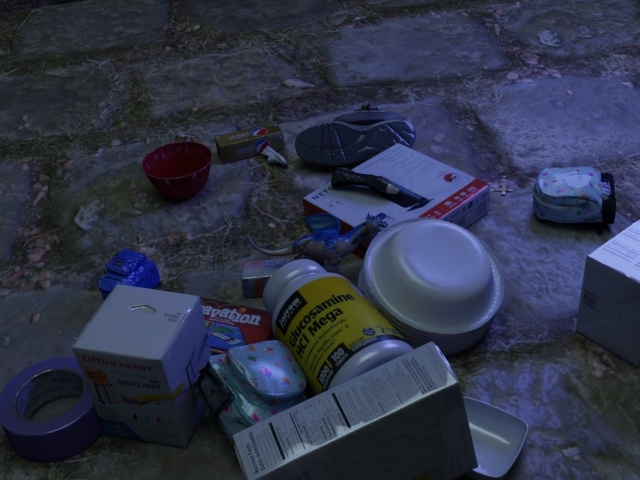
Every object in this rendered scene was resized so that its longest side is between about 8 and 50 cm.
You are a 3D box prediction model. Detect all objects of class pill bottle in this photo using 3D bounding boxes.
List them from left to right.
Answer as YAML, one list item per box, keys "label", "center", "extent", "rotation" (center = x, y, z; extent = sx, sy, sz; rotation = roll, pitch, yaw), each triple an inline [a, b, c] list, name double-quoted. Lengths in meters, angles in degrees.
- label: "pill bottle"
  center: [0.025, 0.179, 1.497]
  extent: [0.188, 0.187, 0.334]
  rotation: [-22, 40, -20]

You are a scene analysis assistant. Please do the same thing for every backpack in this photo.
- label: "backpack"
  center: [-0.429, 0.084, 1.755]
  extent: [0.098, 0.101, 0.120]
  rotation: [9, 43, 28]
- label: "backpack"
  center: [-0.105, 0.274, 1.403]
  extent: [0.166, 0.144, 0.188]
  rotation: [-2, 52, -47]
- label: "backpack"
  center: [0.584, -0.104, 1.857]
  extent: [0.182, 0.115, 0.152]
  rotation: [2, 40, 14]

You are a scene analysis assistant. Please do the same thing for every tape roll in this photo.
- label: "tape roll"
  center: [-0.491, 0.310, 1.483]
  extent: [0.189, 0.080, 0.189]
  rotation: [-4, 38, 3]

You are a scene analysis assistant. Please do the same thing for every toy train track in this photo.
- label: "toy train track"
  center: [0.458, -0.140, 2.003]
  extent: [0.048, 0.014, 0.083]
  rotation: [3, 38, 11]

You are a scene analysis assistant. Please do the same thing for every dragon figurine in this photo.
- label: "dragon figurine"
  center: [0.000, 0.000, 1.719]
  extent: [0.289, 0.085, 0.144]
  rotation: [3, 37, 20]

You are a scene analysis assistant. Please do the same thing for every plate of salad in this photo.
- label: "plate of salad"
  center: [0.134, -0.334, 2.183]
  extent: [0.200, 0.048, 0.200]
  rotation: [1, -7, 0]

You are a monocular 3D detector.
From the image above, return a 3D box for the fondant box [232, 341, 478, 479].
- label: "fondant box"
  center: [0.062, 0.322, 1.221]
  extent: [0.330, 0.238, 0.096]
  rotation: [-24, 42, -5]

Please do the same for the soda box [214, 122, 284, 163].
- label: "soda box"
  center: [-0.196, -0.270, 2.219]
  extent: [0.181, 0.058, 0.061]
  rotation: [-16, 39, -12]

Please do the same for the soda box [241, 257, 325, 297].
- label: "soda box"
  center: [-0.079, 0.079, 1.749]
  extent: [0.183, 0.058, 0.063]
  rotation: [-5, 37, 1]

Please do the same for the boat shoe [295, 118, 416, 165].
- label: "boat shoe"
  center: [0.093, -0.259, 2.142]
  extent: [0.321, 0.118, 0.103]
  rotation: [-8, -6, 1]

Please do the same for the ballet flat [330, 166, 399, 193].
- label: "ballet flat"
  center: [0.105, -0.131, 1.884]
  extent: [0.173, 0.057, 0.049]
  rotation: [16, 83, 27]

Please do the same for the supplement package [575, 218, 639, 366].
- label: "supplement package"
  center: [0.618, 0.090, 1.533]
  extent: [0.203, 0.194, 0.149]
  rotation: [-28, 44, -28]

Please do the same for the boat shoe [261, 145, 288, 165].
- label: "boat shoe"
  center: [-0.127, -0.222, 2.174]
  extent: [0.035, 0.035, 0.100]
  rotation: [-46, 52, -6]

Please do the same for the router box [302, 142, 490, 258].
- label: "router box"
  center: [0.180, -0.083, 1.907]
  extent: [0.335, 0.082, 0.301]
  rotation: [-32, 45, -30]

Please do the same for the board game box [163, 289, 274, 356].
- label: "board game box"
  center: [-0.235, 0.179, 1.664]
  extent: [0.281, 0.027, 0.145]
  rotation: [10, 39, 19]

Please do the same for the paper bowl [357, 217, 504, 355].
- label: "paper bowl"
  center: [0.223, 0.073, 1.585]
  extent: [0.284, 0.148, 0.284]
  rotation: [6, 51, -7]

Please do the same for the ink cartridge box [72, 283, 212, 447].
- label: "ink cartridge box"
  center: [-0.307, 0.225, 1.443]
  extent: [0.171, 0.232, 0.168]
  rotation: [6, 39, 15]

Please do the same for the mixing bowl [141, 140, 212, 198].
- label: "mixing bowl"
  center: [-0.363, -0.170, 2.078]
  extent: [0.182, 0.098, 0.181]
  rotation: [-3, 38, 3]

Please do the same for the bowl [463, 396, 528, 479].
- label: "bowl"
  center: [0.268, 0.346, 1.359]
  extent: [0.142, 0.053, 0.142]
  rotation: [19, 43, 29]
